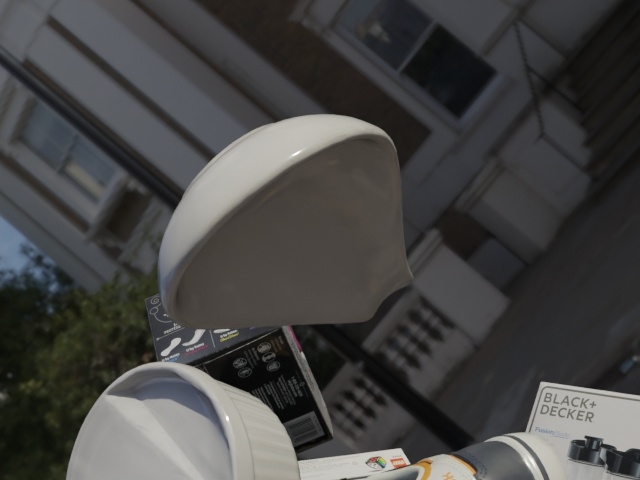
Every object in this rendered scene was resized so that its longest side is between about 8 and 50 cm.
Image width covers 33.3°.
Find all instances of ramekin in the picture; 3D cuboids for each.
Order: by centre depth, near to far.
[{"bbox_3d":[-0.138,0.268,1.122,0.127,0.273,0.273,17,-60,-47],"label":"ramekin"}]

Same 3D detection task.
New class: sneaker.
[{"bbox_3d":[0.067,0.254,0.861,0.128,0.126,0.321,-9,-33,-28],"label":"sneaker"}]

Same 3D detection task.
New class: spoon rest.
[{"bbox_3d":[0.000,0.000,0.586,0.137,0.084,0.276,-44,-13,8],"label":"spoon rest"}]

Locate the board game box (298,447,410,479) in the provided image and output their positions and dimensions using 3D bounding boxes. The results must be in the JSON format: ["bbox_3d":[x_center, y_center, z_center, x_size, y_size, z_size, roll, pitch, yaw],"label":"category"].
[{"bbox_3d":[0.006,0.412,1.372,0.053,0.193,0.305,-121,32,-58],"label":"board game box"}]

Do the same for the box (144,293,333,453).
[{"bbox_3d":[-0.101,0.166,1.378,0.163,0.142,0.247,-22,-46,-1],"label":"box"}]

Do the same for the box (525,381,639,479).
[{"bbox_3d":[0.287,0.309,1.164,0.169,0.087,0.290,4,65,46],"label":"box"}]
